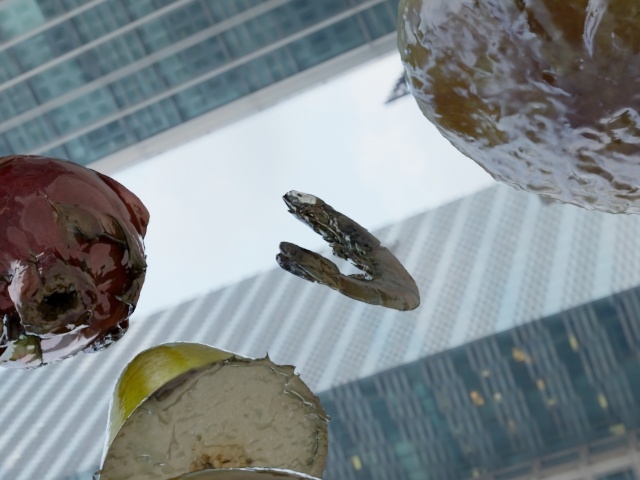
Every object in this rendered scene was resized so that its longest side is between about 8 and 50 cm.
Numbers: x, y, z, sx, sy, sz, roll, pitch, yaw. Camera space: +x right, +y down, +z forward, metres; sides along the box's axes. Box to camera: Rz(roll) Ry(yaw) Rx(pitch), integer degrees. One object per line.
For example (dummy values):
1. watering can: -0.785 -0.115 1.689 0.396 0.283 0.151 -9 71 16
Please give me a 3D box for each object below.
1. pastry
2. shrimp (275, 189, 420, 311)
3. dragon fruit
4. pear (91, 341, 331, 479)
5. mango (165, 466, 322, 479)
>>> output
1. pastry: 0.218 -0.140 1.133 0.330 0.329 0.136 54 -134 -33
2. shrimp: -0.002 0.003 1.250 0.148 0.035 0.195 1 -148 -48
3. dragon fruit: -0.293 0.021 1.429 0.250 0.250 0.315 64 -169 -13
4. pear: -0.127 0.197 1.376 0.267 0.267 0.178 53 173 -35
5. mango: -0.013 0.267 0.835 0.365 0.182 0.253 39 -143 -39
